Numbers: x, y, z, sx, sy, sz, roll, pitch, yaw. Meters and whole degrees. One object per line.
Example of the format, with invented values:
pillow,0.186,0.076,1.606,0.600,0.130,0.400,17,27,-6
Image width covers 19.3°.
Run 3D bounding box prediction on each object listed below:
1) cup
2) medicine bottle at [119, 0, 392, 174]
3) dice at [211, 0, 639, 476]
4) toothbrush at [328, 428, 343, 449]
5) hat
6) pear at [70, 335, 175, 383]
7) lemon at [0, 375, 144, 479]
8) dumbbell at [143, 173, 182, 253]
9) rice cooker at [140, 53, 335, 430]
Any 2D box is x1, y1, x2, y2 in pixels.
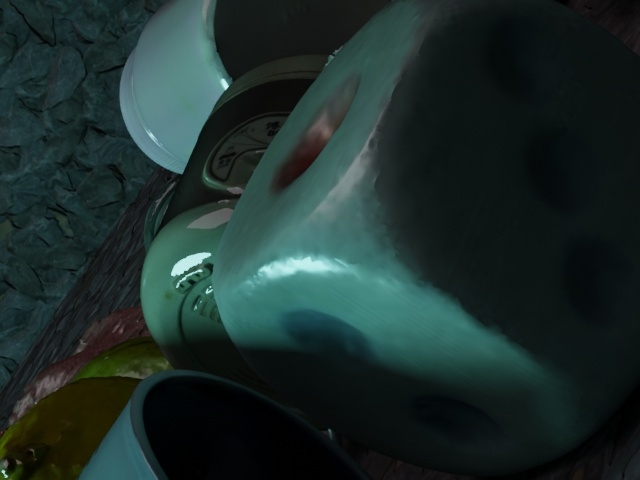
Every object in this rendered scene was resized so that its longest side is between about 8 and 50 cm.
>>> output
cup,-0.113,0.311,1.386,0.311,0.257,0.331,-54,15,19
medicine bottle,-0.076,-0.182,1.966,0.213,0.213,0.379,-61,15,-17
dice,0.099,-0.005,1.350,0.264,0.262,0.268,-35,23,56
toothbrush,0.008,0.088,1.499,0.029,0.024,0.354,10,108,65
hat,-0.272,0.182,2.074,0.286,0.107,0.237,-49,4,-40
pear,-0.166,0.201,1.895,0.269,0.212,0.212,-39,21,33
lemon,-0.172,0.242,1.658,0.253,0.310,0.253,-22,49,29
dumbbell,-0.100,0.007,2.176,0.179,0.179,0.406,-57,13,-1
rice cooker,0.000,-0.003,1.673,0.288,0.288,0.277,-43,19,45
